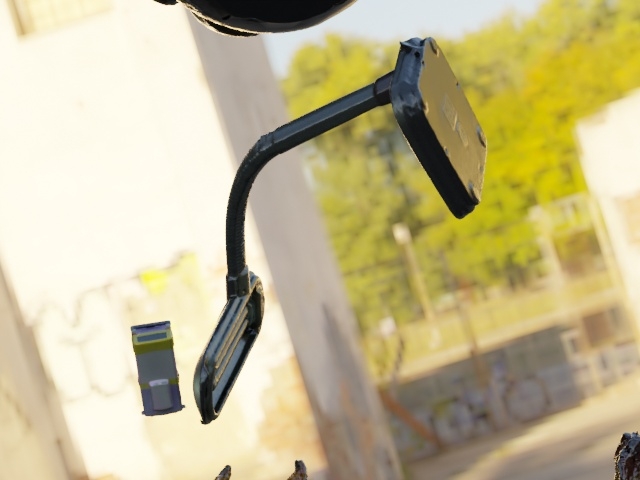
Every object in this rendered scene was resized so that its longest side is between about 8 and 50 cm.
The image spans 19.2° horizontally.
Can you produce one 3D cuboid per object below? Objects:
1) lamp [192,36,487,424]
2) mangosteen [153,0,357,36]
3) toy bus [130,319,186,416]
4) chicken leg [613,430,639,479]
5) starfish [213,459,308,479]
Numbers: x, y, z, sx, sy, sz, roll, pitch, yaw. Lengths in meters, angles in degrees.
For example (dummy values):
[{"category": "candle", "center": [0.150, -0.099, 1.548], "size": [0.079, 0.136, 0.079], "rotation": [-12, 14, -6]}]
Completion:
[{"category": "lamp", "center": [-0.006, -0.003, 1.360], "size": [0.283, 0.124, 0.203], "rotation": [-38, 20, 25]}, {"category": "mangosteen", "center": [-0.073, -0.297, 1.696], "size": [0.287, 0.233, 0.288], "rotation": [-11, -47, -12]}, {"category": "toy bus", "center": [-0.183, 0.148, 2.135], "size": [0.052, 0.102, 0.058], "rotation": [-8, 23, -5]}, {"category": "chicken leg", "center": [0.253, 0.229, 1.542], "size": [0.037, 0.145, 0.062], "rotation": [0, -16, -4]}, {"category": "starfish", "center": [-0.089, 0.234, 1.327], "size": [0.240, 0.043, 0.227], "rotation": [-3, 40, 40]}]
